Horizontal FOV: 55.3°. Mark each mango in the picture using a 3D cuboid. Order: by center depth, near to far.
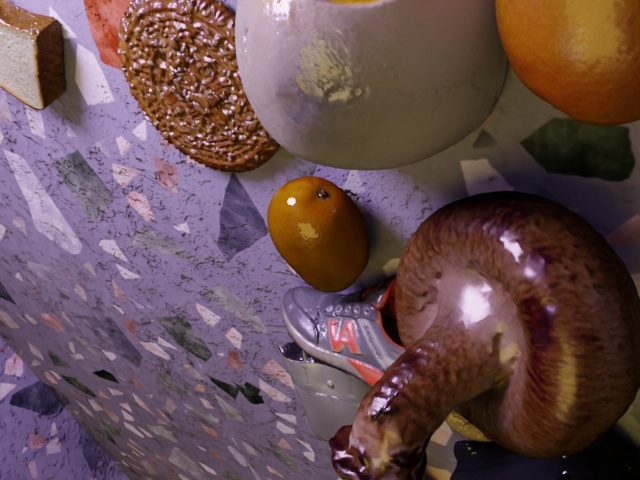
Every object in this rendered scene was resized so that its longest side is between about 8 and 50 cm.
[{"bbox_3d":[0.243,-0.225,0.541,0.176,0.139,0.254,-11,114,28],"label":"mango"},{"bbox_3d":[0.004,-0.001,0.945,0.152,0.120,0.221,5,138,37],"label":"mango"}]

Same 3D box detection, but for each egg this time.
[{"bbox_3d":[0.022,-0.194,0.684,0.337,0.201,0.337,22,139,21],"label":"egg"}]

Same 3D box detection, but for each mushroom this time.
[{"bbox_3d":[0.175,0.110,0.747,0.356,0.331,0.334,-5,112,-7],"label":"mushroom"}]

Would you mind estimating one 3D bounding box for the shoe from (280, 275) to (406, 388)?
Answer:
[{"bbox_3d":[0.074,0.127,1.016,0.336,0.132,0.171,27,119,29],"label":"shoe"}]

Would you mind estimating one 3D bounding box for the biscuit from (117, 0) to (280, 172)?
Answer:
[{"bbox_3d":[-0.185,-0.229,0.921,0.305,0.038,0.305,20,138,20],"label":"biscuit"}]

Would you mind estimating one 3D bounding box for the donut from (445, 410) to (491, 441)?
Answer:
[{"bbox_3d":[0.266,0.264,1.025,0.166,0.073,0.184,56,143,-2],"label":"donut"}]

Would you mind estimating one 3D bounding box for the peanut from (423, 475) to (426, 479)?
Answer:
[{"bbox_3d":[0.210,0.560,1.360,0.093,0.083,0.194,15,138,45],"label":"peanut"}]

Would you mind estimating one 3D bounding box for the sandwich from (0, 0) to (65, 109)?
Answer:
[{"bbox_3d":[-0.546,-0.344,1.055,0.215,0.065,0.186,30,141,8],"label":"sandwich"}]

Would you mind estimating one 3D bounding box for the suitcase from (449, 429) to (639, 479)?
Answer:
[{"bbox_3d":[0.417,0.475,1.048,0.339,0.188,0.345,43,138,-6],"label":"suitcase"}]

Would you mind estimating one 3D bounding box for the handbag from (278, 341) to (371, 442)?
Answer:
[{"bbox_3d":[0.043,0.281,1.210,0.241,0.109,0.315,7,127,30],"label":"handbag"}]
